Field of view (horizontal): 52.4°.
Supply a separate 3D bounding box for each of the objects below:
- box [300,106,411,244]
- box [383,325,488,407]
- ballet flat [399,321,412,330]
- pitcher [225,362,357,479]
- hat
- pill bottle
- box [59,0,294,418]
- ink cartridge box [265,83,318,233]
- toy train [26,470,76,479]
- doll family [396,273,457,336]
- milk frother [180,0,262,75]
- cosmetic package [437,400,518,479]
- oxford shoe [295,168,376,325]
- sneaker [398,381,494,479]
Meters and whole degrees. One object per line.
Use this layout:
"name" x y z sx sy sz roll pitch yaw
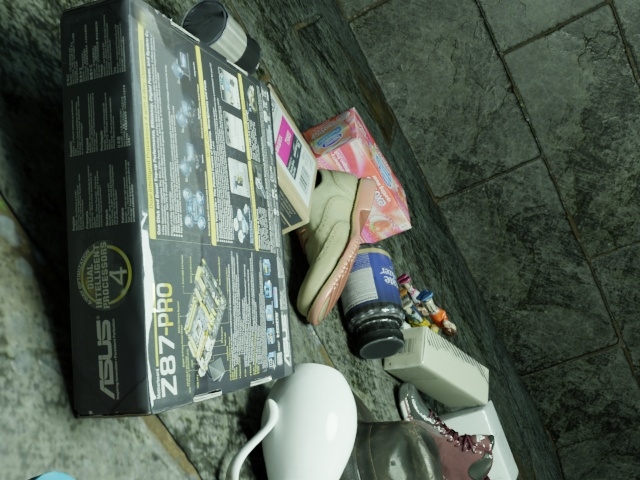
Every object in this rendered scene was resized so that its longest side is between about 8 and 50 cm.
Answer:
"box" 0.085 -0.143 1.562 0.300 0.154 0.142 54 23 -37
"box" 0.271 0.296 1.497 0.275 0.113 0.094 36 52 -38
"ballet flat" 0.226 0.260 1.602 0.070 0.070 0.188 5 63 -69
"pitcher" -0.035 0.255 0.822 0.178 0.125 0.207 40 42 -34
"hat" 0.138 0.392 1.095 0.331 0.134 0.331 53 24 -35
"pill bottle" 0.104 0.125 1.337 0.123 0.123 0.219 42 30 -51
"box" -0.142 -0.024 0.739 0.318 0.097 0.395 11 73 -70
"ink cartridge box" -0.092 -0.148 1.181 0.193 0.088 0.234 57 21 -29
"toy train" -0.161 0.246 0.427 0.248 0.143 0.105 56 22 -29
"doll family" 0.256 0.204 1.710 0.163 0.118 0.263 53 -1 -16
"milk frother" -0.169 -0.294 1.079 0.143 0.129 0.135 65 14 17
"cosmetic package" 0.360 0.498 1.548 0.151 0.151 0.183 13 57 -68
"oxford shoe" 0.000 0.000 1.251 0.146 0.140 0.397 21 39 0
"sneaker" 0.289 0.420 1.426 0.281 0.162 0.106 66 18 -4
